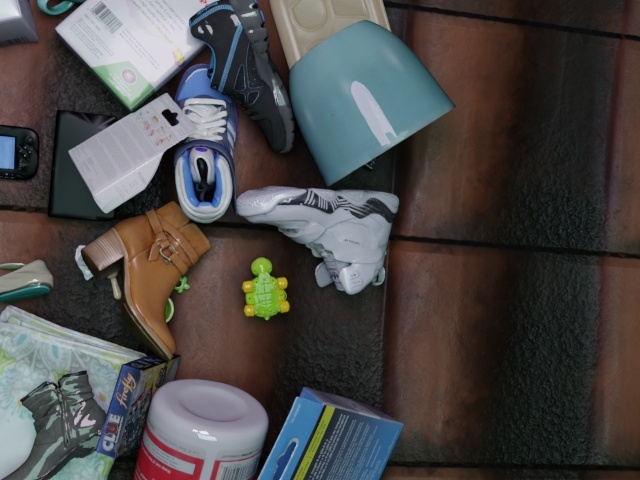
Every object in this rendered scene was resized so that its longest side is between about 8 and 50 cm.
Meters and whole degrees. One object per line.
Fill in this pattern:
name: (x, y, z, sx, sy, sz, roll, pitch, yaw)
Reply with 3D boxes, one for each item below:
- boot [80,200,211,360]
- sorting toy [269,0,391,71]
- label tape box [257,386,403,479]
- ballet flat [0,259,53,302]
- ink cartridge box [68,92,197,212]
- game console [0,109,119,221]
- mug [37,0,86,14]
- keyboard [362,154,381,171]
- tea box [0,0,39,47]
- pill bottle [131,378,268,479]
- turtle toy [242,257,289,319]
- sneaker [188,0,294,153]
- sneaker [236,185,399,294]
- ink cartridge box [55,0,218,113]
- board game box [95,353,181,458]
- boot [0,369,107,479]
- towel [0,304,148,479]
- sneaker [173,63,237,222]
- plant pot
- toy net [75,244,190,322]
boot: (-0.306, 0.073, 1.534, 0.220, 0.109, 0.283, -33, 80, -29)
sorting toy: (0.014, -0.486, 1.631, 0.229, 0.041, 0.307, -17, 96, -5)
label tape box: (-0.014, 0.430, 1.543, 0.348, 0.115, 0.249, 26, 88, -44)
ballet flat: (-0.647, 0.094, 1.513, 0.248, 0.086, 0.086, -15, 95, -11)
ink cartridge box: (-0.347, -0.170, 1.464, 0.225, 0.181, 0.056, -32, 134, -10)
game console: (-0.573, -0.154, 1.525, 0.361, 0.044, 0.213, 5, 92, -11)
mug: (-0.477, -0.517, 1.494, 0.158, 0.097, 0.129, -27, 74, 20)
keyboard: (0.047, -0.215, 1.655, 0.180, 0.023, 0.108, 33, 86, -10)
tea box: (-0.724, -0.498, 1.390, 0.329, 0.220, 0.323, -15, 96, -10)
pill bottle: (-0.256, 0.496, 1.507, 0.229, 0.229, 0.407, 13, 103, -11)
turtle toy: (-0.117, 0.100, 1.614, 0.095, 0.066, 0.130, -5, 93, -11)
sneaker: (-0.146, -0.314, 1.527, 0.140, 0.125, 0.341, -21, 124, -2)
sneaker: (0.000, 0.000, 1.561, 0.366, 0.137, 0.210, 0, 95, -34)
ink cartridge box: (-0.338, -0.417, 1.521, 0.278, 0.117, 0.201, -44, 100, -6)
board game box: (-0.343, 0.306, 1.490, 0.042, 0.243, 0.165, 17, 89, 7)
boot: (-0.522, 0.359, 1.465, 0.246, 0.083, 0.161, -31, 93, -15)
towel: (-0.543, 0.349, 1.532, 0.320, 0.090, 0.374, 21, 89, -11)
sneaker: (-0.217, -0.193, 1.494, 0.130, 0.236, 0.322, 2, 93, -11)
plant pot: (0.077, -0.279, 1.509, 0.293, 0.293, 0.235, -32, 92, -8)
toy net: (-0.385, 0.069, 1.571, 0.232, 0.045, 0.122, 35, 86, -10)
